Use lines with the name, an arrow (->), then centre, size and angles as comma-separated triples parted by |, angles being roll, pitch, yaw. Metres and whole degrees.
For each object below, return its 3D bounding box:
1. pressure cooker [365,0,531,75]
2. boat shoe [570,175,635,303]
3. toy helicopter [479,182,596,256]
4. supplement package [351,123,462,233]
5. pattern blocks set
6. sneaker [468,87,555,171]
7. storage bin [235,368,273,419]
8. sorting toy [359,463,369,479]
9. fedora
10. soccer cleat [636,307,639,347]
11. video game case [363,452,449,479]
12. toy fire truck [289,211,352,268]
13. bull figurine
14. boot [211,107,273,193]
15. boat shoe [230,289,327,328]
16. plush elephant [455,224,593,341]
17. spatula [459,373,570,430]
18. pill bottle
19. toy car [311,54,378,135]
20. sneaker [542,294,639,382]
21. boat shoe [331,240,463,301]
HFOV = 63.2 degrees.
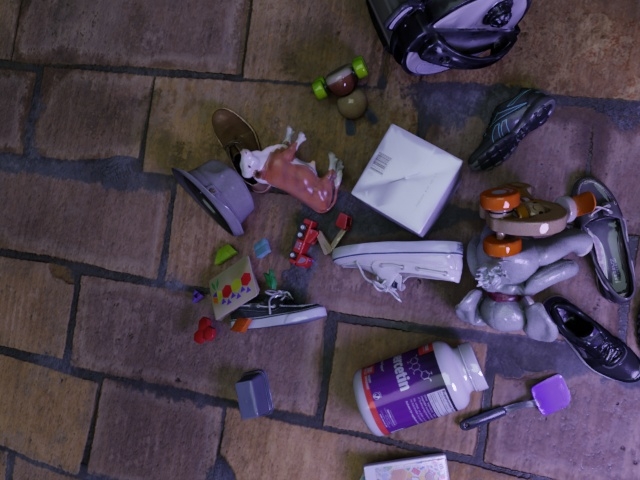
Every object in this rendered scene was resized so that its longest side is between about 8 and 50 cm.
pressure cooker -> 0.309, -0.618, 1.301 | 0.369, 0.375, 0.421 | -24, 81, 9
boat shoe -> 0.720, -0.007, 1.303 | 0.112, 0.095, 0.336 | -14, 84, 13
toy helicopter -> 0.498, -0.086, 1.239 | 0.234, 0.355, 0.140 | -5, 108, 15
supplement package -> 0.232, -0.140, 1.349 | 0.198, 0.262, 0.199 | 32, 95, 14
pattern blocks set -> -0.259, 0.142, 1.532 | 0.324, 0.026, 0.286 | -25, 60, 28
sneaker -> 0.493, -0.296, 1.393 | 0.267, 0.101, 0.106 | -43, 56, 9
storage bin -> -0.206, 0.456, 1.519 | 0.098, 0.091, 0.135 | -13, 83, 13
sorting toy -> 0.139, 0.685, 1.449 | 0.083, 0.045, 0.075 | 42, 116, 13
fedora -> -0.293, -0.144, 1.521 | 0.275, 0.244, 0.124 | 43, 75, 14
soccer cleat -> 0.870, 0.293, 1.258 | 0.116, 0.108, 0.319 | -12, 81, -9
video game case -> 0.240, 0.693, 1.396 | 0.226, 0.026, 0.207 | -8, 85, -2
toy fire truck -> 0.000, 0.000, 1.504 | 0.135, 0.047, 0.192 | 21, 92, 23
bull figurine -> -0.075, -0.204, 1.468 | 0.310, 0.101, 0.189 | 30, 94, -21
boot -> -0.245, -0.283, 1.558 | 0.112, 0.115, 0.305 | -35, 78, 12
boat shoe -> -0.127, 0.196, 1.505 | 0.306, 0.113, 0.105 | -12, 78, 29
plush elephant -> 0.476, 0.111, 1.285 | 0.271, 0.330, 0.256 | 19, 129, 39
spatula -> 0.507, 0.442, 1.367 | 0.296, 0.030, 0.084 | -24, 84, 12
pill bottle -> 0.259, 0.376, 1.357 | 0.322, 0.181, 0.182 | -24, 81, 12
toy car -> 0.088, -0.404, 1.494 | 0.155, 0.149, 0.188 | -24, 110, 16
sneaker -> 0.674, 0.254, 1.286 | 0.283, 0.124, 0.107 | 40, 97, 13
boat shoe -> 0.198, 0.086, 1.394 | 0.366, 0.135, 0.157 | -2, 82, 25
